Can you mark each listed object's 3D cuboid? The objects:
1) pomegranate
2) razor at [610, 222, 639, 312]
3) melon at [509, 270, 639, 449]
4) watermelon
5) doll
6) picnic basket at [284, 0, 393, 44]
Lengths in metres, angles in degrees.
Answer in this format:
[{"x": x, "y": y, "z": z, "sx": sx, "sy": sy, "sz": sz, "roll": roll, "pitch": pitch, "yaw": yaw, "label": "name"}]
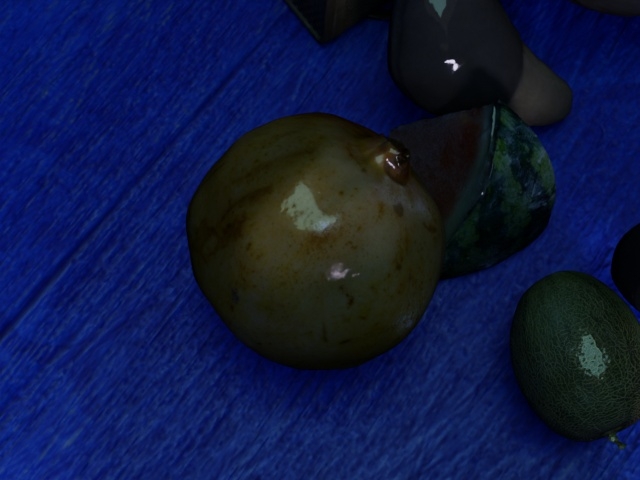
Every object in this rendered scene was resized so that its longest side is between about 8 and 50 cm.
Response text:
[{"x": 0.000, "y": 0.000, "z": 1.158, "sx": 0.264, "sy": 0.264, "sz": 0.264, "roll": 1, "pitch": 70, "yaw": -1, "label": "pomegranate"}, {"x": 0.450, "y": 0.080, "z": 1.126, "sx": 0.204, "sy": 0.113, "sz": 0.349, "roll": -3, "pitch": 28, "yaw": -33, "label": "razor"}, {"x": 0.266, "y": 0.124, "z": 1.186, "sx": 0.139, "sy": 0.139, "sz": 0.192, "roll": -16, "pitch": 69, "yaw": -7, "label": "melon"}, {"x": 0.141, "y": -0.063, "z": 1.248, "sx": 0.202, "sy": 0.207, "sz": 0.136, "roll": 17, "pitch": 43, "yaw": 21, "label": "watermelon"}, {"x": 0.268, "y": -0.301, "z": 1.312, "sx": 0.382, "sy": 0.379, "sz": 0.252, "roll": 22, "pitch": 27, "yaw": -26, "label": "doll"}, {"x": -0.005, "y": -0.375, "z": 1.347, "sx": 0.139, "sy": 0.165, "sz": 0.267, "roll": -34, "pitch": 75, "yaw": -14, "label": "picnic basket"}]
